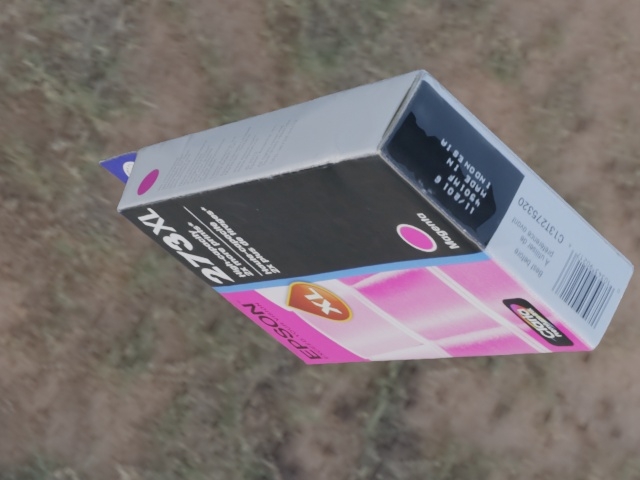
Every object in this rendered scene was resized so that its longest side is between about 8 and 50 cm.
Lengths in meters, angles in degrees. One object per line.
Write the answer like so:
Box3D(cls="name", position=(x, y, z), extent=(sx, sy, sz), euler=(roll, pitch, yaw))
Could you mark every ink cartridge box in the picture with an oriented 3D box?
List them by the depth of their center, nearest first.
Box3D(cls="ink cartridge box", position=(0.000, 0.000, 1.052), extent=(0.176, 0.371, 0.069), euler=(40, 67, -24))
